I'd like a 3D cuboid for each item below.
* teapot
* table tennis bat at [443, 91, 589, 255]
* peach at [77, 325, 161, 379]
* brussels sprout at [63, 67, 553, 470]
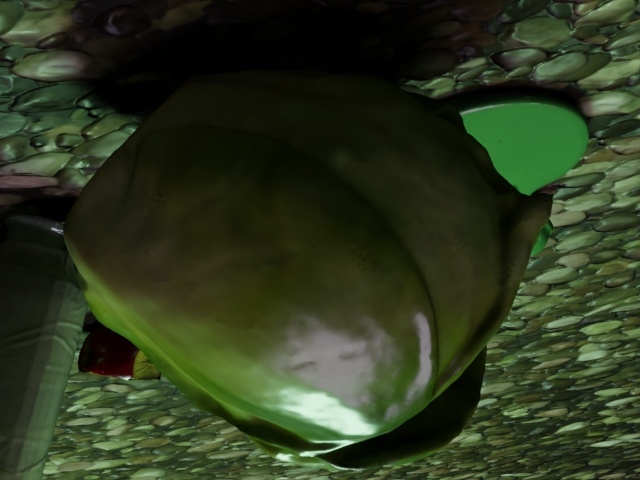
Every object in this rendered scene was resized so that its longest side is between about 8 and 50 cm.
[{"bbox_3d":[-0.227,0.081,1.154,0.107,0.200,0.077,10,165,14],"label":"teapot"},{"bbox_3d":[0.125,-0.046,1.212,0.160,0.039,0.257,-16,155,14],"label":"table tennis bat"},{"bbox_3d":[-0.166,0.098,1.444,0.083,0.050,0.077,14,175,-30],"label":"peach"},{"bbox_3d":[-0.003,0.014,1.018,0.294,0.227,0.259,31,151,-11],"label":"brussels sprout"}]
